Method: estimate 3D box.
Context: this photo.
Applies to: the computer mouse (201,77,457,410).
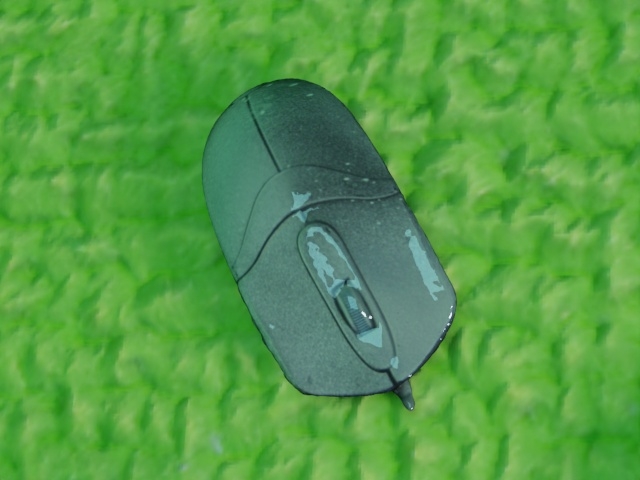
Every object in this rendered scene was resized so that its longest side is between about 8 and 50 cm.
[{"bbox_3d":[-0.002,-0.003,1.118,0.113,0.068,0.229,-31,67,6],"label":"computer mouse"}]
